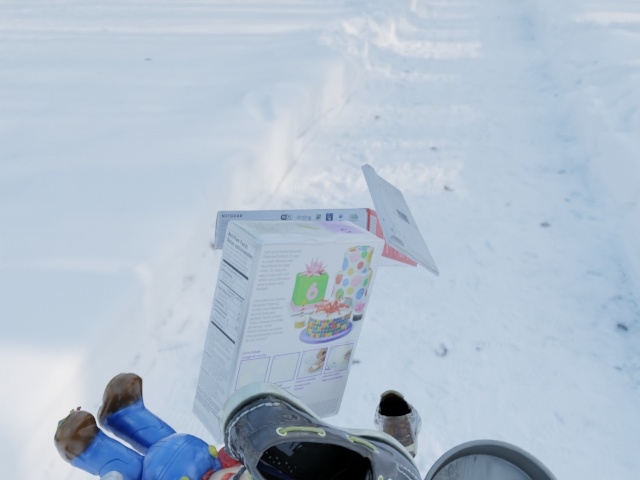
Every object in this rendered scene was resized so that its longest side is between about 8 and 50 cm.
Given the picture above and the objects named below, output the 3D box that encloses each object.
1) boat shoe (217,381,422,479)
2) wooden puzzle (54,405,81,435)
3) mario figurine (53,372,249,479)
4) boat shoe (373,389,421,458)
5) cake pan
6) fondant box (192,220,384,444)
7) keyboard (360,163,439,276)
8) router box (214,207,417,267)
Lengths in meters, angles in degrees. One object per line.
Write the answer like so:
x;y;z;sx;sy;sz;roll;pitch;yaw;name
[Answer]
0.014;0.195;0.540;0.228;0.081;0.068;34;7;-31;boat shoe
-0.482;0.353;1.232;0.049;0.006;0.083;-28;34;9;wooden puzzle
-0.138;0.260;0.752;0.321;0.170;0.198;27;69;12;mario figurine
0.150;0.333;1.253;0.095;0.095;0.257;-7;3;1;boat shoe
0.308;0.510;1.160;0.293;0.054;0.293;3;62;-6;cake pan
-0.051;0.136;1.020;0.238;0.330;0.096;-1;24;-39;fondant box
0.092;-0.033;0.793;0.072;0.014;0.256;38;17;-18;keyboard
0.000;0.000;1.365;0.336;0.082;0.301;0;-8;26;router box
